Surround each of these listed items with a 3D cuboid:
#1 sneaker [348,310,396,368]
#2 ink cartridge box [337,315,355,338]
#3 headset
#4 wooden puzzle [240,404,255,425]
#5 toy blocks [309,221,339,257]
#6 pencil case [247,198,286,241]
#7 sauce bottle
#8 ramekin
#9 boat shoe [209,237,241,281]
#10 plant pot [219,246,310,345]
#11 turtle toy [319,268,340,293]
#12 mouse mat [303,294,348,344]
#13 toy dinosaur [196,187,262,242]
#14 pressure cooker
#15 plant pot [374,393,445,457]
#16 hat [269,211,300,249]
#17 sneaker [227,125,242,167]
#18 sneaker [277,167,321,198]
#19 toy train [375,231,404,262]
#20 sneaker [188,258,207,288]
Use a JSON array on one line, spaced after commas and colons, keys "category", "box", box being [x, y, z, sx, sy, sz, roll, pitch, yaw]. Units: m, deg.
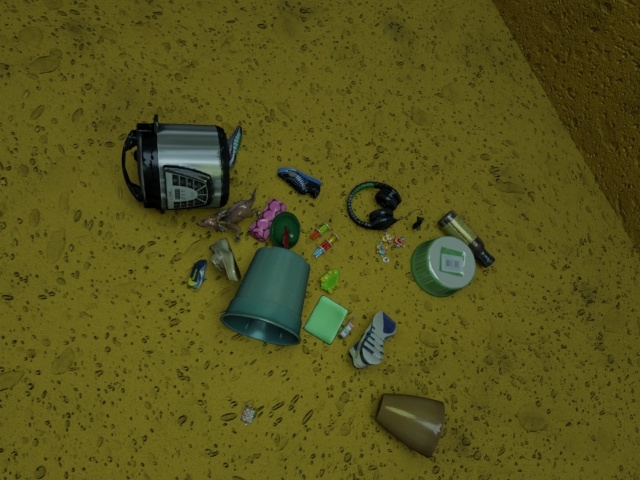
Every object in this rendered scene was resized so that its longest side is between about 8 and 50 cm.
[{"category": "sneaker", "box": [0.215, 0.466, 1.885, 0.127, 0.182, 0.315, 44, 39, -1]}, {"category": "ink cartridge box", "box": [0.128, 0.401, 1.911, 0.029, 0.063, 0.115, 44, 69, 2]}, {"category": "headset", "box": [0.329, -0.150, 2.112, 0.394, 0.185, 0.243, 16, 74, 7]}, {"category": "wooden puzzle", "box": [-0.302, 0.731, 1.731, 0.049, 0.006, 0.083, 23, 69, -7]}, {"category": "toy blocks", "box": [0.000, 0.000, 2.002, 0.148, 0.054, 0.123, -42, 88, -21]}, {"category": "pencil case", "box": [-0.249, -0.100, 1.949, 0.098, 0.095, 0.209, 32, 66, -3]}, {"category": "sauce bottle", "box": [0.768, -0.002, 2.174, 0.111, 0.111, 0.344, -41, 88, -21]}, {"category": "ramekin", "box": [0.622, 0.123, 2.076, 0.303, 0.148, 0.303, 4, 73, -13]}, {"category": "boat shoe", "box": [-0.414, 0.091, 1.774, 0.098, 0.302, 0.109, -21, 125, -12]}, {"category": "plant pot", "box": [-0.203, 0.227, 1.755, 0.341, 0.341, 0.334, 21, 61, -8]}, {"category": "turtle toy", "box": [0.046, 0.183, 1.952, 0.130, 0.066, 0.095, -40, 110, -24]}, {"category": "mouse mat", "box": [0.027, 0.367, 1.926, 0.152, 0.007, 0.190, 32, 68, -3]}, {"category": "toy dinosaur", "box": [-0.371, -0.117, 1.808, 0.296, 0.200, 0.127, -45, 71, -4]}, {"category": "pressure cooker", "box": [-0.613, -0.307, 1.765, 0.420, 0.375, 0.370, -2, 85, -20]}, {"category": "plant pot", "box": [0.374, 0.768, 1.795, 0.254, 0.237, 0.237, 20, 69, 6]}, {"category": "hat", "box": [-0.116, -0.032, 1.884, 0.173, 0.183, 0.209, 24, 76, -36]}, {"category": "sneaker", "box": [-0.445, -0.466, 2.013, 0.098, 0.083, 0.224, 13, 72, -5]}, {"category": "sneaker", "box": [-0.109, -0.282, 2.043, 0.232, 0.081, 0.090, 19, 63, -10]}, {"category": "toy train", "box": [0.354, 0.025, 2.091, 0.125, 0.046, 0.166, 42, 68, 1]}, {"category": "sneaker", "box": [-0.535, 0.148, 1.824, 0.053, 0.059, 0.144, 2, 53, 18]}]
